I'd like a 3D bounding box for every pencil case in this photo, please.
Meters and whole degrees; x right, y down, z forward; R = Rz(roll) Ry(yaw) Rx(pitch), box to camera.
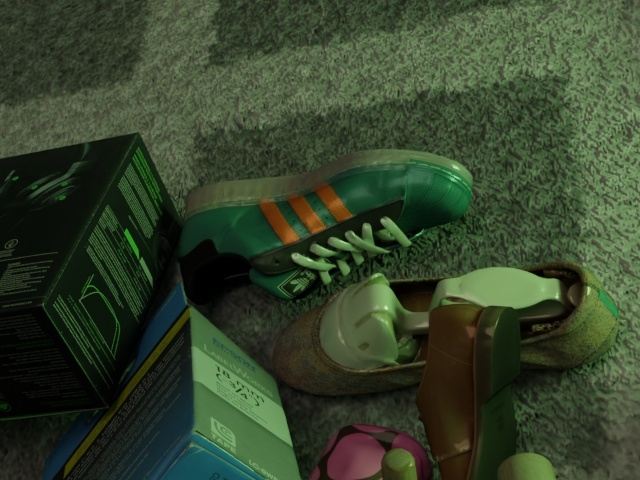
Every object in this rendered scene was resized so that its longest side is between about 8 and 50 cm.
[{"bbox_3d":[0.007,0.235,0.743,0.098,0.095,0.209,6,35,29],"label":"pencil case"}]

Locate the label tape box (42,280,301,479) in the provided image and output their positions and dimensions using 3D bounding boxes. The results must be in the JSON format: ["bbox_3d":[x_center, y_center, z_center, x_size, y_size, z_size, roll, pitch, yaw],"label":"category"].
[{"bbox_3d":[-0.139,0.199,0.792,0.240,0.106,0.333,-52,16,7],"label":"label tape box"}]

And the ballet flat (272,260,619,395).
[{"bbox_3d":[0.093,0.066,0.835,0.316,0.106,0.107,-11,58,15],"label":"ballet flat"}]

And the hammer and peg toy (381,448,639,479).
[{"bbox_3d":[0.194,0.235,0.612,0.361,0.266,0.127,-15,39,12],"label":"hammer and peg toy"}]

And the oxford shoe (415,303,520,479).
[{"bbox_3d":[0.112,0.153,0.769,0.076,0.076,0.212,6,95,32],"label":"oxford shoe"}]

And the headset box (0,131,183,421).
[{"bbox_3d":[-0.295,0.028,0.939,0.246,0.131,0.283,-9,37,17],"label":"headset box"}]

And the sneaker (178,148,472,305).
[{"bbox_3d":[0.000,0.000,0.913,0.302,0.108,0.121,-10,60,25],"label":"sneaker"}]
